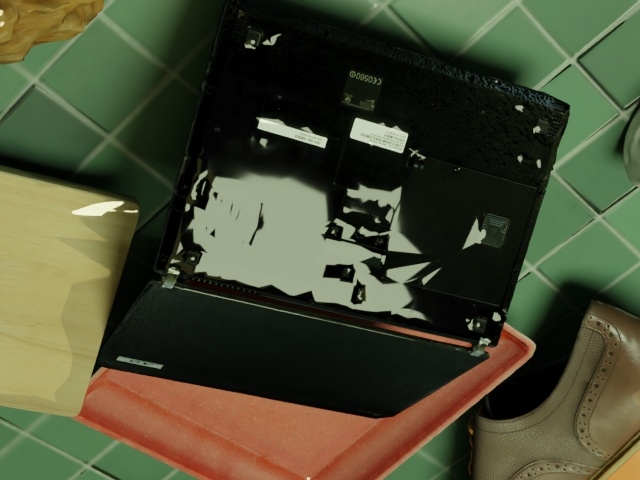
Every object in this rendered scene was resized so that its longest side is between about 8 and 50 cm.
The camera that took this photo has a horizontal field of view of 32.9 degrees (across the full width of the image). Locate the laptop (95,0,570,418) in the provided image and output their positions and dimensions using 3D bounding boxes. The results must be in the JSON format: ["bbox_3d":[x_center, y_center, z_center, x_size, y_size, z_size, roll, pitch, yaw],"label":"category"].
[{"bbox_3d":[0.000,0.000,0.721,0.234,0.136,0.264,13,97,-20],"label":"laptop"}]

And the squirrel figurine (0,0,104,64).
[{"bbox_3d":[-0.163,-0.273,0.387,0.281,0.370,0.397,2,171,18],"label":"squirrel figurine"}]

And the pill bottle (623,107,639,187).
[{"bbox_3d":[0.278,-0.058,0.751,0.120,0.067,0.067,10,124,-17],"label":"pill bottle"}]

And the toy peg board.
[{"bbox_3d":[-0.223,0.018,0.728,0.161,0.079,0.160,13,107,-20],"label":"toy peg board"}]

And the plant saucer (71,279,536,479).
[{"bbox_3d":[-0.015,0.091,0.823,0.258,0.048,0.259,33,116,-29],"label":"plant saucer"}]

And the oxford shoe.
[{"bbox_3d":[0.172,0.184,0.905,0.133,0.130,0.363,38,125,5],"label":"oxford shoe"}]
